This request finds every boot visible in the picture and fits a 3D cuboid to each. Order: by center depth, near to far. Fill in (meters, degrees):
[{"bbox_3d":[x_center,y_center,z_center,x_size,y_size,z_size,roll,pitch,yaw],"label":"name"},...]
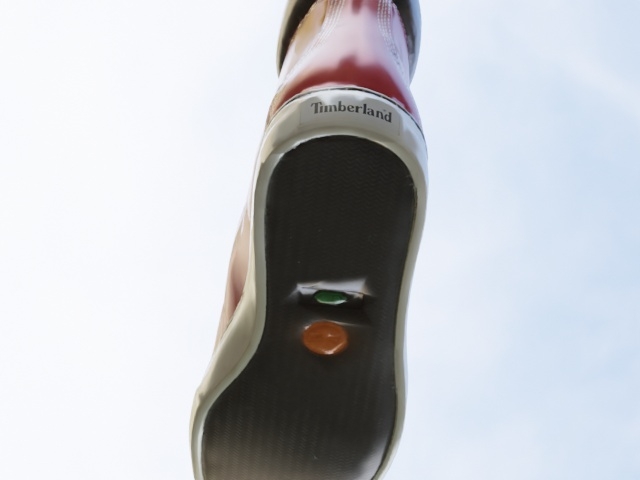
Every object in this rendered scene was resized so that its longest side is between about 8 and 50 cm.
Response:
[{"bbox_3d":[0.000,0.000,0.670,0.176,0.088,0.244,-86,-173,-52],"label":"boot"}]
